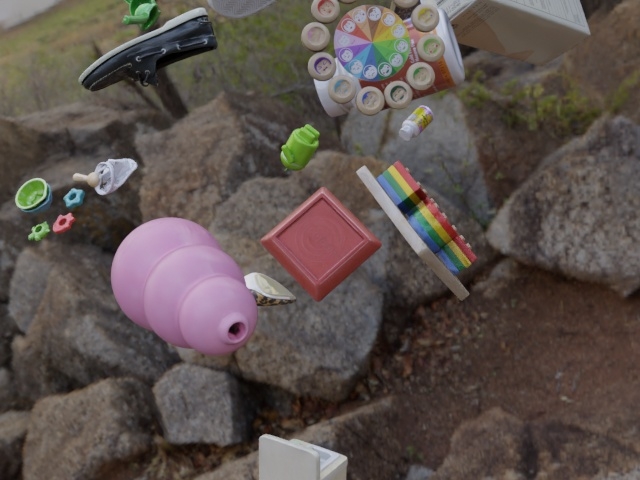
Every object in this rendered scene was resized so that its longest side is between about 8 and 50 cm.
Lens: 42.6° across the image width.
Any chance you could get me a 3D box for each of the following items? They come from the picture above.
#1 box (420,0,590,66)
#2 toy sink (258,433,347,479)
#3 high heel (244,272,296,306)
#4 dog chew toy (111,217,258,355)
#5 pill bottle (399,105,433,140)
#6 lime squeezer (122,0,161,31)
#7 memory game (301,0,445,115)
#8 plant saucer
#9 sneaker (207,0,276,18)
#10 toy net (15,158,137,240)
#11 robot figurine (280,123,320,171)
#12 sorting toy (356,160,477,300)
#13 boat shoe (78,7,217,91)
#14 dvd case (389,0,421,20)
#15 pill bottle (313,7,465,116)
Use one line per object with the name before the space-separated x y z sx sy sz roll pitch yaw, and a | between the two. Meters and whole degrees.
box | 0.326 -0.423 1.457 0.311 0.148 0.121 5 -25 -38
toy sink | -0.035 0.519 1.768 0.153 0.234 0.131 9 17 32
high heel | -0.214 0.181 2.318 0.261 0.186 0.093 16 35 -16
dog chew toy | -0.220 0.087 1.389 0.206 0.206 0.332 -31 34 -22
pill bottle | 0.205 -0.251 1.765 0.043 0.043 0.083 18 54 40
lime squeezer | -0.347 -0.443 1.539 0.059 0.110 0.310 -45 40 7
memory game | 0.068 -0.252 1.039 0.186 0.186 0.012 -20 0 -6
plant saucer | 0.000 0.000 2.358 0.259 0.048 0.258 -41 73 -12
sneaker | -0.094 -0.456 1.212 0.169 0.108 0.292 32 78 40
toy net | -0.445 -0.090 1.501 0.232 0.045 0.122 -25 51 6
robot figurine | -0.048 -0.207 1.867 0.067 0.115 0.101 37 35 5
sorting toy | 0.219 -0.033 1.702 0.089 0.257 0.255 -39 53 8
boat shoe | -0.395 -0.419 1.927 0.340 0.113 0.127 -30 4 -11
dvd case | 0.212 -0.509 1.709 0.164 0.221 0.018 -24 56 -33
pill bottle | 0.104 -0.266 1.264 0.216 0.121 0.121 -16 32 18
